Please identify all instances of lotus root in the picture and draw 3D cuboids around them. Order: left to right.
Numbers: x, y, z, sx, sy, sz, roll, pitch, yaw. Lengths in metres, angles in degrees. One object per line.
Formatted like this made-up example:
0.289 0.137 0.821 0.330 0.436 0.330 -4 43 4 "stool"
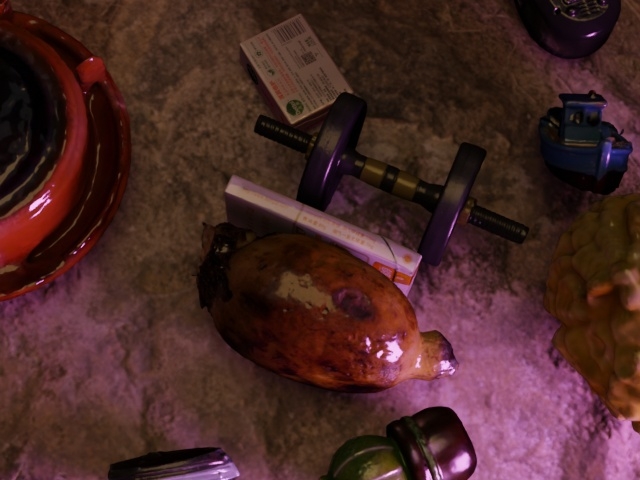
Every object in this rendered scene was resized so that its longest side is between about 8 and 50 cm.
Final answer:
-0.001 0.082 1.439 0.314 0.169 0.141 23 70 2 "lotus root"

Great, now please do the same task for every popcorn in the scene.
0.363 0.073 1.438 0.258 0.224 0.270 24 59 -1 "popcorn"

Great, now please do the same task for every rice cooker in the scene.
0.293 -0.302 1.637 0.112 0.106 0.165 -22 83 -7 "rice cooker"

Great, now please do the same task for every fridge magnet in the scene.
-0.390 -0.102 1.492 0.364 0.155 0.363 1 69 -2 "fridge magnet"

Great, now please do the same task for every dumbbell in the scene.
0.078 -0.068 1.514 0.325 0.143 0.143 23 70 5 "dumbbell"

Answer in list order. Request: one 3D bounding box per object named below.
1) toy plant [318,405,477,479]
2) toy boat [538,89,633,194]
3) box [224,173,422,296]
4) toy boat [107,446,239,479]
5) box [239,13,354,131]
0.077 0.238 1.425 0.162 0.093 0.093 -21 72 -12 "toy plant"
0.296 -0.117 1.511 0.100 0.223 0.097 2 105 -1 "toy boat"
0.000 0.001 1.494 0.220 0.122 0.032 24 70 6 "box"
-0.154 0.255 1.428 0.140 0.059 0.066 -10 99 -5 "toy boat"
-0.029 -0.194 1.608 0.089 0.043 0.125 -27 73 -13 "box"
